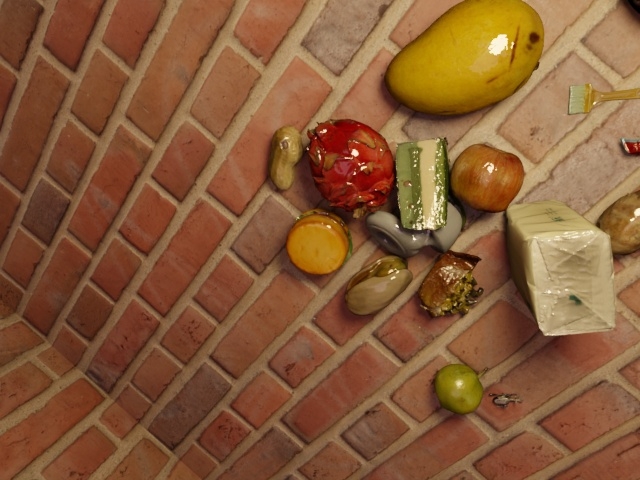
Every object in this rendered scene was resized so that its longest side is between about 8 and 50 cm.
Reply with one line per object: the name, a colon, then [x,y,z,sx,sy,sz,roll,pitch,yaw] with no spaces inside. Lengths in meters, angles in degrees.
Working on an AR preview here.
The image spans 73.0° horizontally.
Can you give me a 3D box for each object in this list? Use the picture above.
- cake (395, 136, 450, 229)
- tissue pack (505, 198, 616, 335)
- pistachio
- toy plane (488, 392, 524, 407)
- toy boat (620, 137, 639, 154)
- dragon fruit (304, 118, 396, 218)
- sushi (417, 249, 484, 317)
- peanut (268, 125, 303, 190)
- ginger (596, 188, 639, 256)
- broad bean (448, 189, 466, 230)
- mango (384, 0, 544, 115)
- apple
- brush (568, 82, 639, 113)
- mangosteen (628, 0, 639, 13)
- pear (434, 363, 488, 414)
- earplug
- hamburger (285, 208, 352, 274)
cake: [0.335,-0.159,1.378,0.158,0.172,0.283,-3,80,21]
tissue pack: [0.681,0.061,1.265,0.207,0.380,0.296,-9,103,16]
pistachio: [0.208,0.174,1.570,0.288,0.166,0.197,-33,133,25]
toy plane: [0.699,0.598,1.626,0.121,0.031,0.049,-5,97,22]
toy boat: [0.957,-0.279,1.237,0.173,0.069,0.058,2,88,15]
dragon fruit: [0.100,-0.240,1.412,0.278,0.277,0.342,-17,97,22]
sushi: [0.454,0.160,1.497,0.179,0.167,0.296,37,109,28]
peanut: [-0.125,-0.290,1.550,0.120,0.110,0.236,9,112,0]
ginger: [0.984,-0.027,1.261,0.304,0.155,0.244,22,111,10]
broad bean: [0.432,-0.127,1.467,0.069,0.039,0.226,-31,97,29]
mango: [0.398,-0.520,1.253,0.446,0.220,0.301,-7,107,23]
apple: [0.507,-0.192,1.327,0.211,0.211,0.187,24,113,9]
brush: [0.837,-0.420,1.259,0.205,0.011,0.083,-1,106,17]
mangosteen: [0.903,-0.667,1.038,0.288,0.287,0.233,-9,114,20]
pear: [0.530,0.537,1.599,0.216,0.166,0.180,-29,84,2]
earplug: [0.307,-0.041,1.455,0.326,0.174,0.214,-5,143,30]
hamburger: [-0.002,-0.001,1.574,0.246,0.170,0.245,6,120,10]
